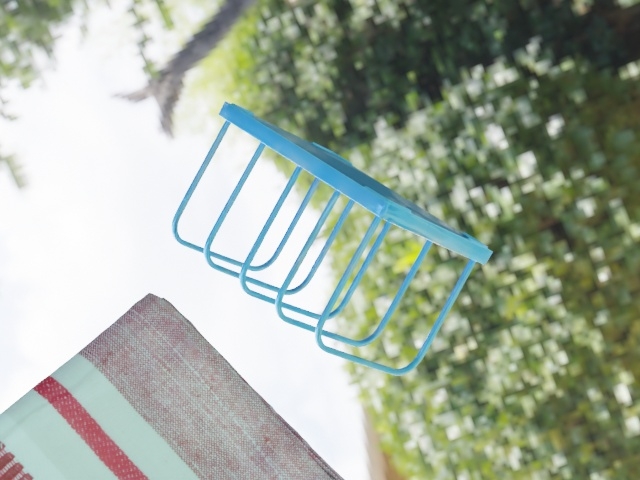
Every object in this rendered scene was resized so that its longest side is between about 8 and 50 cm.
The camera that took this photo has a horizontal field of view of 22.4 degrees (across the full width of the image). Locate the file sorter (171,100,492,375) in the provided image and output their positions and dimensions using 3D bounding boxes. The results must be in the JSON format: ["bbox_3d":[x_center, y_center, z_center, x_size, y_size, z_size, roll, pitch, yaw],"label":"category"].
[{"bbox_3d":[0.000,0.000,1.072,0.170,0.104,0.118,35,-173,41],"label":"file sorter"}]

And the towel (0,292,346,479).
[{"bbox_3d":[-0.129,0.199,0.852,0.237,0.329,0.037,43,152,15],"label":"towel"}]
